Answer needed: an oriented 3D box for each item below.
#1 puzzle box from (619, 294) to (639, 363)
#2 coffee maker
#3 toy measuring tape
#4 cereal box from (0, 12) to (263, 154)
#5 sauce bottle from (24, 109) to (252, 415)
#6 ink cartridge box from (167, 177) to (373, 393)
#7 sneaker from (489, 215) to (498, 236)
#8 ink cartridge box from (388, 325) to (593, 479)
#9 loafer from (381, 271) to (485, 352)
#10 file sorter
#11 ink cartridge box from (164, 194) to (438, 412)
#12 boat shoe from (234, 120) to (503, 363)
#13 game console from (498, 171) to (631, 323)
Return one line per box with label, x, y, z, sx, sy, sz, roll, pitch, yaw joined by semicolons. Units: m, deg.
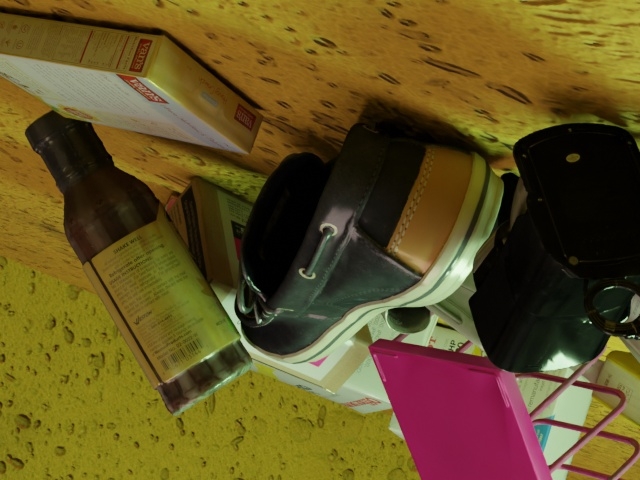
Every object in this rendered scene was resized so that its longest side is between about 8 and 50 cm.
puzzle box;0.379;0.134;1.363;0.272;0.052;0.409;53;178;14
coffee maker;0.177;0.029;1.117;0.120;0.171;0.178;12;148;0
toy measuring tape;0.361;0.145;1.754;0.330;0.121;0.121;33;176;26
cereal box;-0.193;-0.146;1.384;0.240;0.047;0.173;13;167;33
sauce bottle;-0.198;0.013;1.607;0.344;0.111;0.111;60;168;2
ink cartridge box;-0.065;0.053;1.781;0.234;0.088;0.193;25;-151;-30
sneaker;0.232;0.033;1.415;0.118;0.083;0.222;13;166;32
ink cartridge box;0.249;0.242;2.197;0.232;0.171;0.168;14;168;26
loafer;0.089;0.040;1.601;0.112;0.111;0.319;30;172;-37
file sorter;0.227;0.204;1.690;0.202;0.182;0.291;6;125;51
ink cartridge box;-0.061;0.096;2.055;0.384;0.160;0.279;21;169;-6
boat shoe;0.000;0.000;1.432;0.156;0.187;0.500;25;163;-13
game console;0.209;0.006;1.303;0.071;0.122;0.107;-15;-150;-24
